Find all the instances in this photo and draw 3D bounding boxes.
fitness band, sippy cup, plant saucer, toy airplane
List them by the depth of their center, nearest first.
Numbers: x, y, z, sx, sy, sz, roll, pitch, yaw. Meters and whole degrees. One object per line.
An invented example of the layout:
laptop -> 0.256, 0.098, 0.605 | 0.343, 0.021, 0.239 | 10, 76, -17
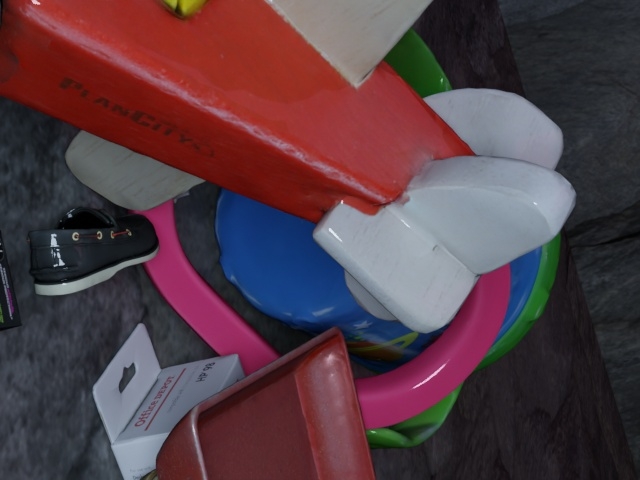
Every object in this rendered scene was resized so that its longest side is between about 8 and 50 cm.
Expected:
toy airplane -> -0.034, -0.123, 0.899 | 0.384, 0.386, 0.272 | 55, 43, -55
plant saucer -> -0.020, 0.203, 1.086 | 0.259, 0.047, 0.258 | -23, 101, -70
fitness band -> 0.000, 0.000, 1.195 | 0.291, 0.209, 0.054 | 46, 2, -22
sippy cup -> 0.039, -0.010, 1.370 | 0.305, 0.240, 0.224 | 56, 20, 23

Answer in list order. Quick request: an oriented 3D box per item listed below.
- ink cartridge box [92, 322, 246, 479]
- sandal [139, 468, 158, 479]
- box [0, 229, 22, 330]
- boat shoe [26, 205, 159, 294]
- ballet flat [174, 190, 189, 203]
ink cartridge box -> -0.076, 0.146, 1.127 | 0.104, 0.060, 0.180 | -61, 136, -63
sandal -> -0.083, 0.224, 1.068 | 0.072, 0.049, 0.180 | -31, 106, -55
box -> -0.192, 0.025, 0.842 | 0.083, 0.062, 0.052 | 0, 76, -72
boat shoe -> -0.135, -0.001, 1.066 | 0.133, 0.049, 0.042 | -29, 114, -68
ballet flat -> -0.067, -0.211, 1.295 | 0.147, 0.147, 0.409 | 60, 25, -44
